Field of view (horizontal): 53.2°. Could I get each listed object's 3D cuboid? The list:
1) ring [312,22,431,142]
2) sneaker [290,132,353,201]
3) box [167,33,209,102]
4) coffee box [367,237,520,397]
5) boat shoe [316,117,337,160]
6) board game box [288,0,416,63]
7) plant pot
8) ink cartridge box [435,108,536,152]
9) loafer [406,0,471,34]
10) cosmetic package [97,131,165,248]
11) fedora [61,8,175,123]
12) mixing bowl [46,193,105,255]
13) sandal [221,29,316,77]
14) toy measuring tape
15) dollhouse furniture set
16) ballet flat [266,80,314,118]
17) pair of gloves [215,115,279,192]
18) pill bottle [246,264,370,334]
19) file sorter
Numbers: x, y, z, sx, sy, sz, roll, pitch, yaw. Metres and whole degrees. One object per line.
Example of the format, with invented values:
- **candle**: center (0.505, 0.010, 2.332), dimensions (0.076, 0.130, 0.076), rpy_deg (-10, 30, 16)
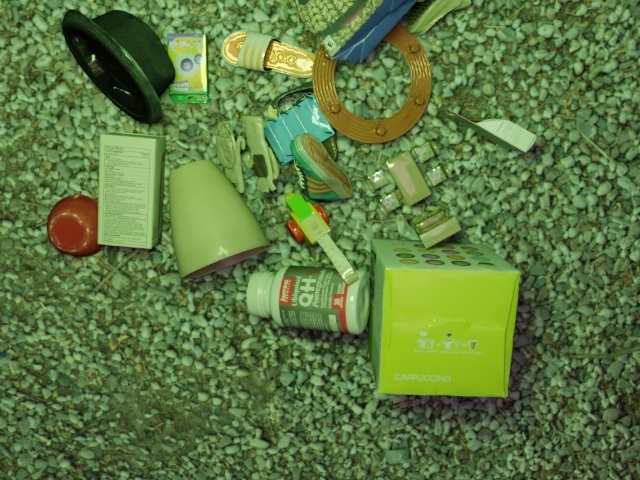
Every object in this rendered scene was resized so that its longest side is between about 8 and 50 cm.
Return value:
- **ring**: center (0.142, -0.428, 1.693), dimensions (0.336, 0.032, 0.337), rpy_deg (-1, 94, -15)
- **sneaker**: center (-0.021, -0.172, 1.677), dimensions (0.121, 0.302, 0.108), rpy_deg (-18, 61, 19)
- **box**: center (-0.353, -0.459, 1.711), dimensions (0.105, 0.043, 0.179), rpy_deg (0, 104, -1)
- **coffee box**: center (0.310, 0.197, 1.724), dimensions (0.337, 0.334, 0.339), rpy_deg (2, 102, -2)
- **boat shoe**: center (0.010, -0.299, 1.748), dimensions (0.064, 0.060, 0.178), rpy_deg (-9, 96, 15)
- **board game box**: center (0.056, -0.619, 1.544), dimensions (0.232, 0.141, 0.291), rpy_deg (-43, 74, 31)
- **plant pot**: center (-0.298, -0.067, 1.715), dimensions (0.256, 0.256, 0.274), rpy_deg (-21, 86, 3)
- **ink cartridge box**: center (0.432, -0.312, 1.688), dimensions (0.232, 0.189, 0.066), rpy_deg (32, 99, -7)
- **loafer**: center (0.339, -0.630, 1.660), dimensions (0.268, 0.102, 0.092), rpy_deg (-44, 119, 13)
- **cosmetic package**: center (-0.509, -0.139, 1.734), dimensions (0.153, 0.129, 0.296), rpy_deg (7, 103, -2)
- **fedora**: center (-0.487, -0.465, 1.625), dimensions (0.334, 0.334, 0.152), rpy_deg (46, 67, -10)
- **mixing bowl**: center (-0.682, -0.031, 1.770), dimensions (0.181, 0.098, 0.182), rpy_deg (0, 102, 0)
- **sandal**: center (-0.131, -0.495, 1.691), dimensions (0.265, 0.076, 0.102), rpy_deg (10, 102, -4)
- **toy measuring tape**: center (0.000, 0.000, 1.745), dimensions (0.121, 0.121, 0.330), rpy_deg (-39, 67, 7)
- **dollhouse furniture set**: center (0.266, -0.121, 1.741), dimensions (0.212, 0.161, 0.242), rpy_deg (-29, 102, 5)
- **ballet flat**: center (-0.072, -0.383, 1.730), dimensions (0.173, 0.049, 0.058), rpy_deg (-30, 104, 9)
- **pair of gloves**: center (-0.195, -0.226, 1.695), dimensions (0.042, 0.240, 0.204), rpy_deg (-25, 108, -36)
- **pill bottle**: center (-0.033, 0.159, 1.764), dimensions (0.318, 0.176, 0.177), rpy_deg (3, 103, 18)
- **file sorter**: center (-0.072, -0.290, 1.683), dimensions (0.170, 0.104, 0.118), rpy_deg (-29, 90, 16)
